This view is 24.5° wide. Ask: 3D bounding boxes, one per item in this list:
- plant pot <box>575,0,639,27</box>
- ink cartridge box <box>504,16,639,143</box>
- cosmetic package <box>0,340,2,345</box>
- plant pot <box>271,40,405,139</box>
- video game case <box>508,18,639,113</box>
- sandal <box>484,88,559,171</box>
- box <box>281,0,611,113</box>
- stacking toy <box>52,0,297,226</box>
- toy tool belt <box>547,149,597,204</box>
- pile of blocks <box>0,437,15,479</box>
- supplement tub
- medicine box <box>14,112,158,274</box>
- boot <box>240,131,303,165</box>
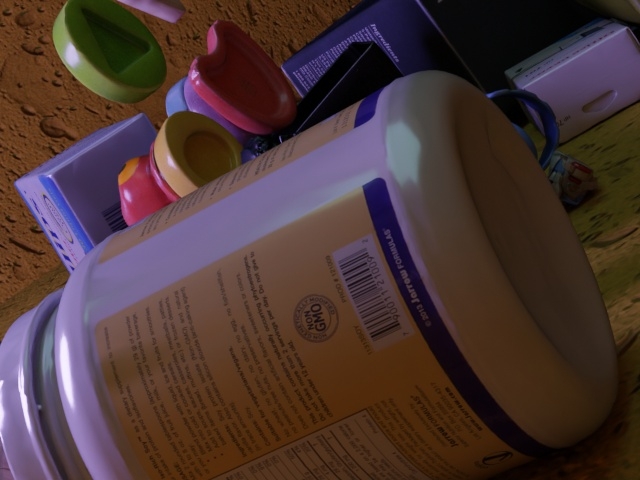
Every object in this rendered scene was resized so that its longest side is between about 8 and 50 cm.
[{"bbox_3d":[0.422,-0.381,1.682,0.366,0.366,0.353,-29,22,12],"label":"plant pot"},{"bbox_3d":[0.301,-0.188,1.717,0.139,0.082,0.191,-30,8,6],"label":"ink cartridge box"},{"bbox_3d":[-0.432,0.262,1.239,0.453,0.230,0.161,-31,9,-7],"label":"cosmetic package"},{"bbox_3d":[0.050,-0.112,1.747,0.188,0.167,0.187,-50,10,1],"label":"plant pot"},{"bbox_3d":[0.374,-0.266,2.045,0.274,0.026,0.196,-30,10,11],"label":"video game case"},{"bbox_3d":[0.138,-0.065,1.361,0.138,0.126,0.317,-30,13,25],"label":"sandal"},{"bbox_3d":[0.180,-0.288,2.055,0.293,0.212,0.395,-41,9,-25],"label":"box"},{"bbox_3d":[-0.184,-0.151,1.648,0.130,0.279,0.309,-42,9,32],"label":"stacking toy"},{"bbox_3d":[0.229,-0.050,1.373,0.083,0.052,0.051,-74,10,-80],"label":"toy tool belt"},{"bbox_3d":[-0.181,0.173,1.143,0.112,0.149,0.362,-13,2,27],"label":"pile of blocks"},{"bbox_3d":[-0.011,0.067,0.919,0.331,0.241,0.241,-27,11,22],"label":"supplement tub"},{"bbox_3d":[-0.246,-0.006,1.891,0.149,0.263,0.289,-33,10,-16],"label":"medicine box"},{"bbox_3d":[-0.041,0.016,1.321,0.094,0.207,0.246,0,-10,-42],"label":"boot"}]
